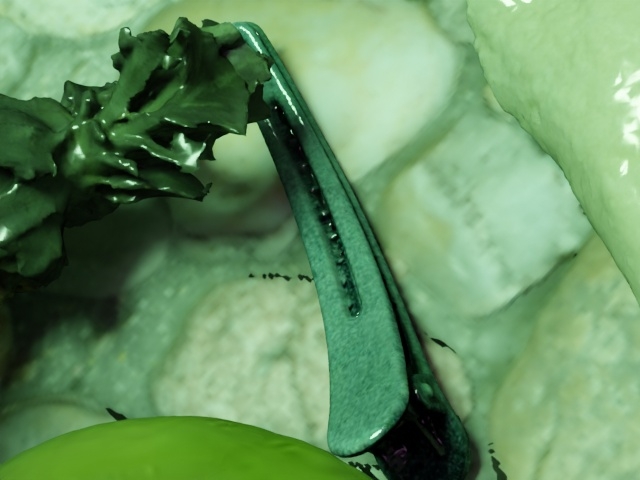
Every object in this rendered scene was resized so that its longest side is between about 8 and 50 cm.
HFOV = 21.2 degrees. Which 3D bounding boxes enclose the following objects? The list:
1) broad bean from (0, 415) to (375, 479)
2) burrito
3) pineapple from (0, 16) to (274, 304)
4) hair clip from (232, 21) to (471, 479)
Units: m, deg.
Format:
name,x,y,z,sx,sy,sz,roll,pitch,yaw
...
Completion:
name,x,y,z,sx,sy,sz,roll,pitch,yaw
broad bean,-0.039,0.188,0.604,0.291,0.119,0.238,25,85,25
burrito,0.150,-0.035,0.658,0.117,0.076,0.392,-35,59,11
pineapple,-0.134,-0.023,0.719,0.251,0.125,0.125,-26,62,18
hair clip,0.000,0.000,0.712,0.039,0.070,0.229,-34,53,17
